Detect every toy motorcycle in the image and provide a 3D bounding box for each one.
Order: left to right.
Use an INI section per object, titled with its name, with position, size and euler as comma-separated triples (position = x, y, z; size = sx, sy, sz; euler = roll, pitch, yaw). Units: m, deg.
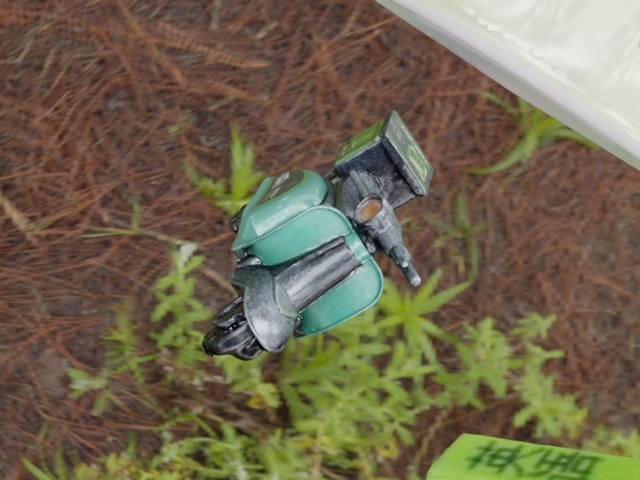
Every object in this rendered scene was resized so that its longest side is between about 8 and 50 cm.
[toy motorcycle]
position = 0.000, 0.000, 0.675
size = 0.100, 0.173, 0.058
euler = -31, 104, 19

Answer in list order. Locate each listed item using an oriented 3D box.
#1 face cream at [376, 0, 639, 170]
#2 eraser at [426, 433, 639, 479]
[face cream]
position = 0.163, -0.199, 0.502
size = 0.173, 0.081, 0.348
euler = 35, 95, 9
[eraser]
position = 0.218, 0.251, 1.007
size = 0.092, 0.274, 0.210
euler = -36, 122, -52
